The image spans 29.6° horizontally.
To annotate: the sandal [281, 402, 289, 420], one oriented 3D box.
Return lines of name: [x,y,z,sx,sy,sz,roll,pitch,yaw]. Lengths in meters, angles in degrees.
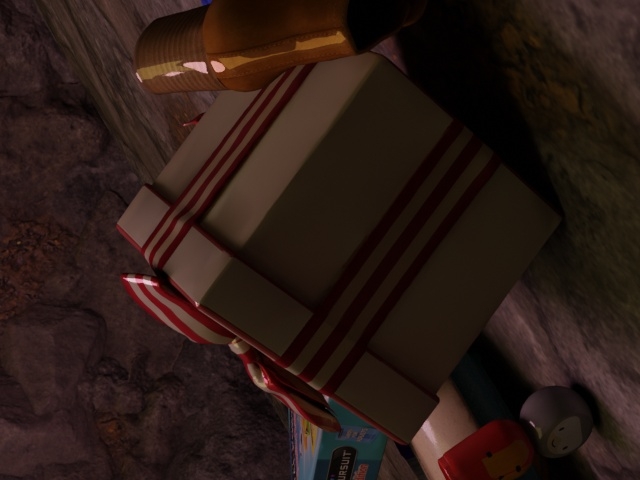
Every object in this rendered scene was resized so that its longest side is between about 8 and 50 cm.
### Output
sandal: [0.007,0.138,1.654,0.107,0.167,0.446,14,139,38]

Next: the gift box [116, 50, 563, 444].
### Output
gift box: [0.000,0.000,1.006,0.255,0.258,0.276,37,177,-24]

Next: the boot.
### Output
boot: [-0.001,-0.214,0.937,0.211,0.295,0.104,-6,130,30]

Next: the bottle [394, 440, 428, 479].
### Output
bottle: [0.150,0.256,1.517,0.283,0.092,0.118,57,166,7]

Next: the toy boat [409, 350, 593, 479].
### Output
toy boat: [0.181,0.209,1.246,0.268,0.148,0.318,61,175,7]

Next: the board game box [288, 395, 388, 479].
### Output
board game box: [0.017,0.182,1.424,0.336,0.079,0.254,100,170,-45]

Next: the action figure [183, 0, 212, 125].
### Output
action figure: [-0.133,-0.230,1.366,0.280,0.139,0.091,56,168,-4]
